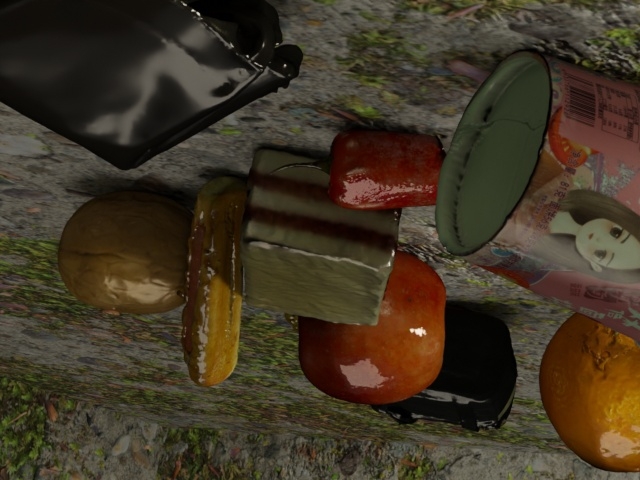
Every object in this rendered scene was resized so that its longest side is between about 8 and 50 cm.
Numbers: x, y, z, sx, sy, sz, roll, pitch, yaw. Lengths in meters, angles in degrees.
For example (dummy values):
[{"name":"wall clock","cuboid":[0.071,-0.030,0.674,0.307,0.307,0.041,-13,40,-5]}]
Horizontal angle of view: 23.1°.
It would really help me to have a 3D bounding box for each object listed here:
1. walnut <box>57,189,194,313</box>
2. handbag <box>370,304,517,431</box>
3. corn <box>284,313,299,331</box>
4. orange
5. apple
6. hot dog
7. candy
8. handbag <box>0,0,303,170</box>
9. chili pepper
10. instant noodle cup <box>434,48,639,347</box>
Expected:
[{"name":"walnut","cuboid":[-0.238,0.015,2.003,0.197,0.165,0.165,11,167,10]},{"name":"handbag","cuboid":[0.182,0.192,2.436,0.254,0.181,0.181,6,159,13]},{"name":"corn","cuboid":[0.006,0.119,2.423,0.097,0.097,0.320,5,167,11]},{"name":"orange","cuboid":[0.425,0.201,2.184,0.246,0.246,0.246,8,166,2]},{"name":"apple","cuboid":[0.065,0.113,2.107,0.201,0.218,0.218,4,166,-2]},{"name":"hot dog","cuboid":[-0.129,0.050,1.927,0.088,0.286,0.061,-13,-146,-40]},{"name":"candy","cuboid":[0.000,0.000,1.859,0.179,0.135,0.320,8,164,2]},{"name":"handbag","cuboid":[-0.184,-0.175,1.303,0.257,0.113,0.285,-12,149,41]},{"name":"chili pepper","cuboid":[0.043,-0.074,1.629,0.192,0.086,0.084,-1,-166,0]},{"name":"instant noodle cup","cuboid":[0.247,-0.038,1.377,0.231,0.243,0.243,19,163,-19]}]
